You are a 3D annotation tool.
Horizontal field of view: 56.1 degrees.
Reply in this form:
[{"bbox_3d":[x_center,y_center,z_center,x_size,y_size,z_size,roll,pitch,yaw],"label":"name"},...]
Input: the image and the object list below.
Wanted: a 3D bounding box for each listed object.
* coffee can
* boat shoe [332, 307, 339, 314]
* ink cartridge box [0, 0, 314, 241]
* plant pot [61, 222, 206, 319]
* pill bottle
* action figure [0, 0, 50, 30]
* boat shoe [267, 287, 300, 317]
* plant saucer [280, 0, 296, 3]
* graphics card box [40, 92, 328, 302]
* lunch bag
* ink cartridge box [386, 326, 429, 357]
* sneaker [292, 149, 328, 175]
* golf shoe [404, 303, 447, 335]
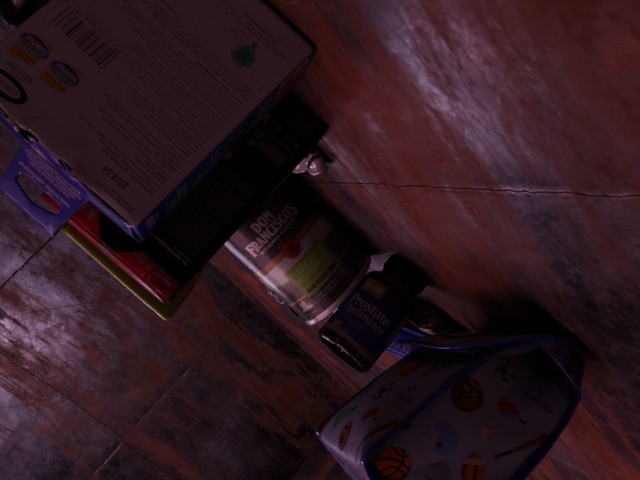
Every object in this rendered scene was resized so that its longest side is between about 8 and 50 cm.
[{"bbox_3d":[-0.058,0.015,1.277,0.275,0.201,0.201,43,165,-9],"label":"coffee can"},{"bbox_3d":[0.026,0.100,1.479,0.302,0.113,0.103,40,171,8],"label":"boat shoe"},{"bbox_3d":[-0.245,-0.186,0.783,0.270,0.395,0.151,43,164,-3],"label":"ink cartridge box"},{"bbox_3d":[-0.303,-0.024,1.057,0.227,0.207,0.228,48,163,-25],"label":"plant pot"},{"bbox_3d":[0.108,0.138,1.174,0.123,0.219,0.122,38,165,12],"label":"pill bottle"},{"bbox_3d":[-0.481,-0.445,1.220,0.330,0.179,0.341,49,-168,-3],"label":"action figure"},{"bbox_3d":[-0.125,0.155,2.021,0.113,0.105,0.306,29,161,39],"label":"boat shoe"},{"bbox_3d":[-0.051,-0.311,0.687,0.083,0.015,0.083,38,165,13],"label":"plant saucer"},{"bbox_3d":[-0.192,-0.114,0.912,0.233,0.371,0.094,41,164,-3],"label":"graphics card box"},{"bbox_3d":[0.215,0.286,1.018,0.238,0.386,0.328,54,165,0],"label":"lunch bag"},{"bbox_3d":[0.208,0.249,1.390,0.186,0.065,0.311,21,167,12],"label":"ink cartridge box"},{"bbox_3d":[-0.025,-0.144,1.073,0.109,0.040,0.043,12,131,55],"label":"sneaker"},{"bbox_3d":[0.200,0.171,1.335,0.186,0.067,0.086,22,157,51],"label":"golf shoe"}]
